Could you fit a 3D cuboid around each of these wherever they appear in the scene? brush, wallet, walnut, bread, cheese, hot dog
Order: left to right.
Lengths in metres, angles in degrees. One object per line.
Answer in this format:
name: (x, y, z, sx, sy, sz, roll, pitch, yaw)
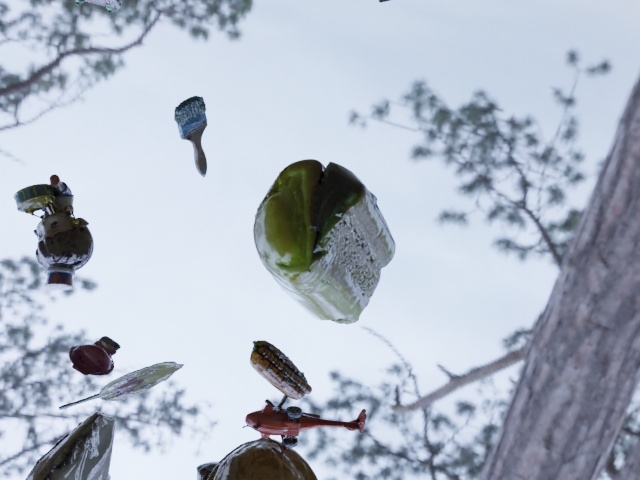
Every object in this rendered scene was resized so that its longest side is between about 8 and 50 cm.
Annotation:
wallet: (-0.466, 0.460, 1.683, 0.068, 0.275, 0.335, 24, -152, 11)
cheese: (-0.445, 0.228, 1.866, 0.095, 0.038, 0.145, 31, -156, 4)
brush: (-0.241, -0.193, 1.821, 0.070, 0.196, 0.021, -36, -127, -25)
walnut: (-0.100, 0.463, 1.585, 0.225, 0.261, 0.225, 2, 171, 0)
hot dog: (-0.053, 0.179, 1.300, 0.122, 0.037, 0.049, 43, -133, -32)
bread: (0.000, 0.000, 1.819, 0.208, 0.251, 0.376, 26, 169, 22)

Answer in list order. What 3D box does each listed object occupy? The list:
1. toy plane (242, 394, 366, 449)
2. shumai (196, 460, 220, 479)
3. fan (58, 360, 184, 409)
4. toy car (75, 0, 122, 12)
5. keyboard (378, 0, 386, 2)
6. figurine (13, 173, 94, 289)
toy plane: (-0.026, 0.305, 1.538, 0.194, 0.126, 0.077, 25, -166, -11)
shumai: (-0.183, 0.578, 1.850, 0.304, 0.263, 0.309, 26, -167, 41)
fan: (-0.505, 0.376, 2.412, 0.335, 0.229, 0.011, -17, -110, -21)
toy car: (-0.431, -0.477, 1.774, 0.142, 0.055, 0.069, 20, 161, 26)
keyboard: (0.162, -0.519, 1.952, 0.053, 0.010, 0.155, -8, -157, 22)
figurine: (-0.648, -0.014, 2.311, 0.158, 0.161, 0.275, -5, -113, -56)
